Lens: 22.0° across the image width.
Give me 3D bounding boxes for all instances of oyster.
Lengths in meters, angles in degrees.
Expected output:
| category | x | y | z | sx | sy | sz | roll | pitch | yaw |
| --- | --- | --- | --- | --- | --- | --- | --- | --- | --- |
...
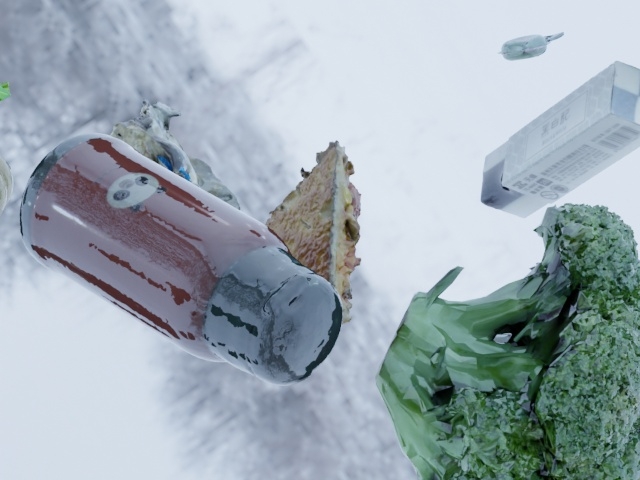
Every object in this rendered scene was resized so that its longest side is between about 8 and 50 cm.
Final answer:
| category | x | y | z | sx | sy | sz | roll | pitch | yaw |
| --- | --- | --- | --- | --- | --- | --- | --- | --- | --- |
| oyster | -0.175 | -0.076 | 2.094 | 0.223 | 0.083 | 0.214 | 50 | -169 | -6 |

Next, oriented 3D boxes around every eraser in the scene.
| category | x | y | z | sx | sy | sz | roll | pitch | yaw |
| --- | --- | --- | --- | --- | --- | --- | --- | --- | --- |
| eraser | 0.382 | -0.147 | 2.532 | 0.098 | 0.096 | 0.404 | 18 | 157 | -17 |

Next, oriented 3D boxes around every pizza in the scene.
| category | x | y | z | sx | sy | sz | roll | pitch | yaw |
| --- | --- | --- | --- | --- | --- | --- | --- | --- | --- |
| pizza | 0.000 | 0.000 | 1.637 | 0.053 | 0.193 | 0.201 | 21 | -171 | -35 |

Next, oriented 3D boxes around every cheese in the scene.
| category | x | y | z | sx | sy | sz | roll | pitch | yaw |
| --- | --- | --- | --- | --- | --- | --- | --- | --- | --- |
| cheese | 0.264 | -0.247 | 2.091 | 0.120 | 0.067 | 0.026 | -30 | -69 | -59 |

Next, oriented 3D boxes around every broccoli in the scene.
| category | x | y | z | sx | sy | sz | roll | pitch | yaw |
| --- | --- | --- | --- | --- | --- | --- | --- | --- | --- |
| broccoli | 0.219 | 0.158 | 1.707 | 0.310 | 0.413 | 0.321 | 20 | 170 | 33 |

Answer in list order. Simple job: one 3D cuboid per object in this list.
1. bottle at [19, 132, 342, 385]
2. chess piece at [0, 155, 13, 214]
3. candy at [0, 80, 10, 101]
| category | x | y | z | sx | sy | sz | roll | pitch | yaw |
| --- | --- | --- | --- | --- | --- | --- | --- | --- | --- |
| bottle | -0.125 | 0.022 | 1.503 | 0.336 | 0.144 | 0.144 | 29 | 161 | 38 |
| chess piece | -0.382 | -0.029 | 1.723 | 0.094 | 0.094 | 0.170 | 57 | -165 | -22 |
| candy | -0.407 | -0.162 | 1.664 | 0.178 | 0.102 | 0.032 | 33 | -144 | -50 |
